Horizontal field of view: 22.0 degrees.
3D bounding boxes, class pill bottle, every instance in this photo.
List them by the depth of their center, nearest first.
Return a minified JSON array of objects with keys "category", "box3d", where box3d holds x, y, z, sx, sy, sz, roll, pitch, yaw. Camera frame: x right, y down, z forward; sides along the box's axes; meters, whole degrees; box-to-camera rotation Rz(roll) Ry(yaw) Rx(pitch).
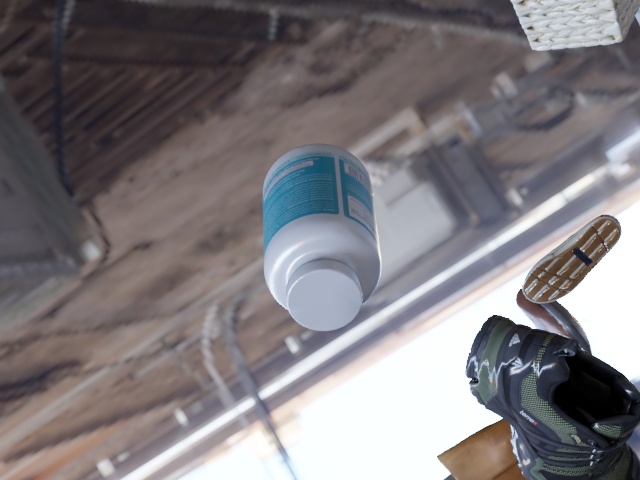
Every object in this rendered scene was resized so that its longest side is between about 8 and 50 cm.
[{"category":"pill bottle","box3d":[0.000,0.000,2.069,0.146,0.146,0.264,45,-158,-26]}]

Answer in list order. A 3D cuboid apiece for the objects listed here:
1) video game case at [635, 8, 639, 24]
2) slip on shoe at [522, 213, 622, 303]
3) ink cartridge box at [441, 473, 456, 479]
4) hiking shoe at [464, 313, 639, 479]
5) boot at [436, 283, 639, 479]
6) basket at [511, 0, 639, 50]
[{"category":"video game case","box3d":[0.406,-0.301,1.922,0.227,0.026,0.206,-4,-115,-53]},{"category":"slip on shoe","box3d":[0.287,0.020,1.868,0.051,0.135,0.041,44,-164,1]},{"category":"ink cartridge box","box3d":[0.275,0.479,2.459,0.223,0.307,0.129,-22,-58,-56]},{"category":"hiking shoe","box3d":[0.205,0.148,1.276,0.227,0.114,0.086,46,-115,-36]},{"category":"boot","box3d":[0.285,0.235,2.366,0.264,0.280,0.096,51,-168,-2]},{"category":"basket","box3d":[0.264,-0.276,1.657,0.167,0.113,0.103,-59,-43,-44]}]
